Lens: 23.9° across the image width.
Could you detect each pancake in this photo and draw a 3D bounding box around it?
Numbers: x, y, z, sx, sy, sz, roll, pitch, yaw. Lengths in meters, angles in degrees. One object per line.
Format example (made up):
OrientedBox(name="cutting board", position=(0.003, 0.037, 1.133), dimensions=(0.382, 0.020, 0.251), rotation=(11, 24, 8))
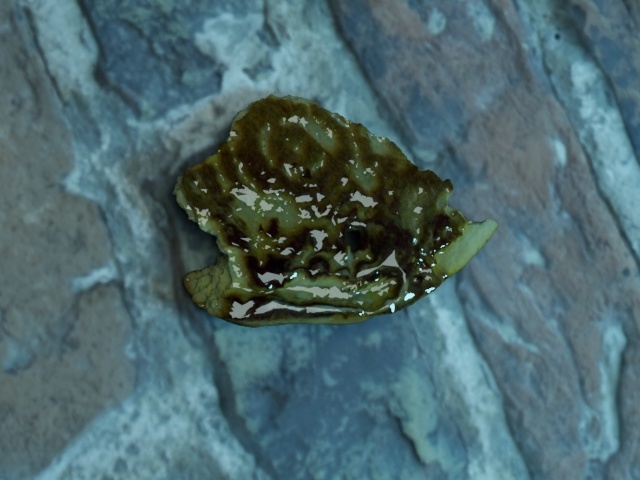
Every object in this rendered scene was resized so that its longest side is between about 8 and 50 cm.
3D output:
OrientedBox(name="pancake", position=(0.000, 0.000, 1.260), dimensions=(0.257, 0.056, 0.212), rotation=(29, 66, 1))
